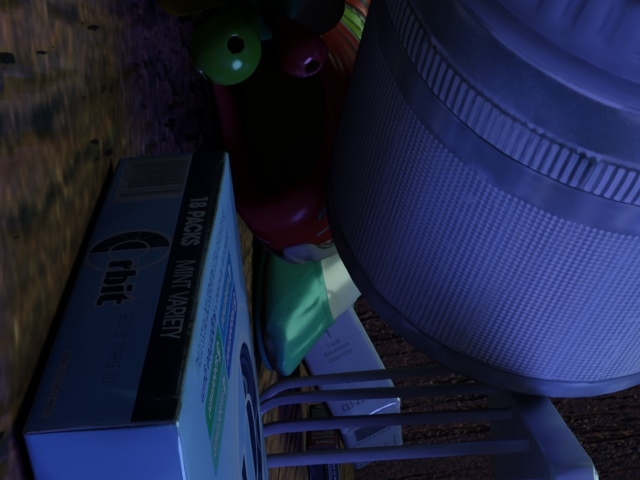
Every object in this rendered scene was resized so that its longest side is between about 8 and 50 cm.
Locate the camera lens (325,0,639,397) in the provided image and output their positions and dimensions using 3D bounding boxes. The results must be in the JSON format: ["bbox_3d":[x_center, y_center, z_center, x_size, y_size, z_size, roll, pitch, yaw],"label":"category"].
[{"bbox_3d":[0.125,-0.073,0.599,0.274,0.219,0.219,105,-14,-55],"label":"camera lens"}]

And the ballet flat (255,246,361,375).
[{"bbox_3d":[0.000,0.000,0.961,0.247,0.087,0.083,-90,170,-54],"label":"ballet flat"}]

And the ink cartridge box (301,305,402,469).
[{"bbox_3d":[-0.003,0.076,1.175,0.239,0.060,0.275,61,-4,16],"label":"ink cartridge box"}]

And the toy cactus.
[{"bbox_3d":[-0.014,-0.157,0.586,0.180,0.112,0.219,60,23,-65],"label":"toy cactus"}]

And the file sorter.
[{"bbox_3d":[0.040,0.178,0.670,0.277,0.173,0.192,-70,156,-84],"label":"file sorter"}]

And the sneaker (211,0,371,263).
[{"bbox_3d":[-0.015,-0.128,0.732,0.118,0.107,0.279,30,52,-74],"label":"sneaker"}]

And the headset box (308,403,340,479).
[{"bbox_3d":[0.004,0.220,1.358,0.083,0.032,0.062,-92,177,-62],"label":"headset box"}]

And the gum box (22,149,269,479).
[{"bbox_3d":[-0.043,0.087,0.411,0.157,0.041,0.184,-89,174,-62],"label":"gum box"}]
